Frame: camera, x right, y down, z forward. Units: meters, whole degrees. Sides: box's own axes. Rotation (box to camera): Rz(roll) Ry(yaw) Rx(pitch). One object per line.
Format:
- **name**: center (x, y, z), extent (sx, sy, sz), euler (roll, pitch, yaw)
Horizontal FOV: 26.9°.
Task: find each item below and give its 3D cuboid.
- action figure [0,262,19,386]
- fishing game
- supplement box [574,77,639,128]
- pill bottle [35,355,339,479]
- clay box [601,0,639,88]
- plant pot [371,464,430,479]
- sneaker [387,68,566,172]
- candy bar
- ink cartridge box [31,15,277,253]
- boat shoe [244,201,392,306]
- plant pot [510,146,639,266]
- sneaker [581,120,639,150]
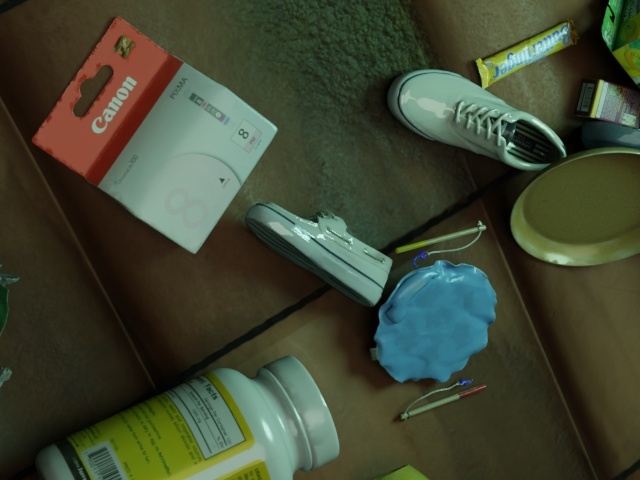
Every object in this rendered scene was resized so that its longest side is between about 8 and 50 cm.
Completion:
- **action figure**: center (-0.395, 0.142, 1.533), extent (0.063, 0.137, 0.232), euler (3, 106, -36)
- **fishing game**: center (0.148, 0.109, 1.779), extent (0.189, 0.041, 0.264), euler (-18, 120, -20)
- **supplement box**: center (0.399, -0.188, 1.839), extent (0.083, 0.043, 0.055), euler (12, 94, -23)
- **pill bottle**: center (-0.155, 0.269, 1.605), extent (0.333, 0.188, 0.188), euler (-23, 107, -18)
- **clay box**: center (0.468, -0.246, 1.820), extent (0.222, 0.053, 0.127), euler (46, 43, -24)
- **plant pot**: center (0.106, 0.354, 1.773), extent (0.134, 0.134, 0.095), euler (-22, 82, -18)
- **sneaker**: center (0.211, -0.157, 1.738), extent (0.258, 0.091, 0.094), euler (16, 93, -25)
- **candy bar**: center (0.277, -0.252, 1.791), extent (0.161, 0.018, 0.040), euler (-26, 108, -16)
- **ink cartridge box**: center (-0.193, -0.123, 1.595), extent (0.232, 0.066, 0.189), euler (36, 84, -28)
- **boat shoe**: center (0.000, 0.000, 1.693), extent (0.226, 0.083, 0.076), euler (37, 73, -36)
- **plant pot**: center (0.369, -0.049, 1.788), extent (0.236, 0.032, 0.236), euler (-3, 142, -3)
- **sneaker**: center (0.479, -0.061, 1.858), extent (0.319, 0.112, 0.131), euler (24, 87, -23)
